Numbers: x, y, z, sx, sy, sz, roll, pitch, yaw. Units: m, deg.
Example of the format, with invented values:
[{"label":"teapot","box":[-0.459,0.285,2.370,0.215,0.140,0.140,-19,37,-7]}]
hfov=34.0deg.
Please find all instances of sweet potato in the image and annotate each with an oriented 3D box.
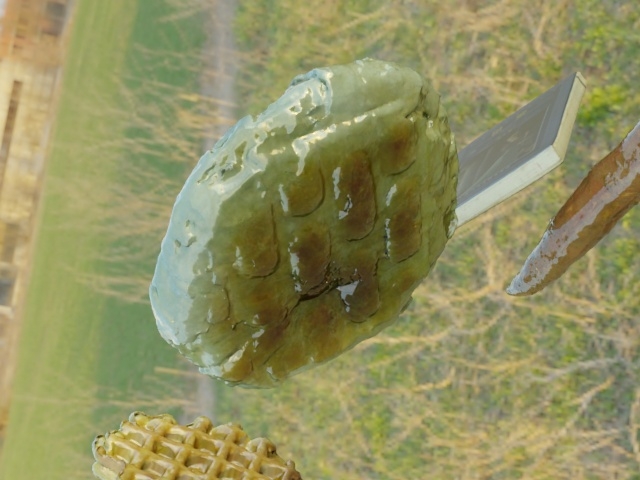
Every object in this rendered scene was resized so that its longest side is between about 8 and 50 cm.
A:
[{"label":"sweet potato","box":[0.302,-0.038,1.143,0.314,0.072,0.066,-57,49,37]}]

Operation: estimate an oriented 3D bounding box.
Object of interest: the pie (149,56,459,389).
[{"label":"pie","box":[0.000,0.000,0.856,0.071,0.306,0.306,50,128,44]}]

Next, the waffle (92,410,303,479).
[{"label":"waffle","box":[-0.121,0.260,1.110,0.243,0.238,0.058,42,116,41]}]

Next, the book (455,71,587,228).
[{"label":"book","box":[0.210,-0.097,1.201,0.191,0.025,0.269,-33,11,30]}]
